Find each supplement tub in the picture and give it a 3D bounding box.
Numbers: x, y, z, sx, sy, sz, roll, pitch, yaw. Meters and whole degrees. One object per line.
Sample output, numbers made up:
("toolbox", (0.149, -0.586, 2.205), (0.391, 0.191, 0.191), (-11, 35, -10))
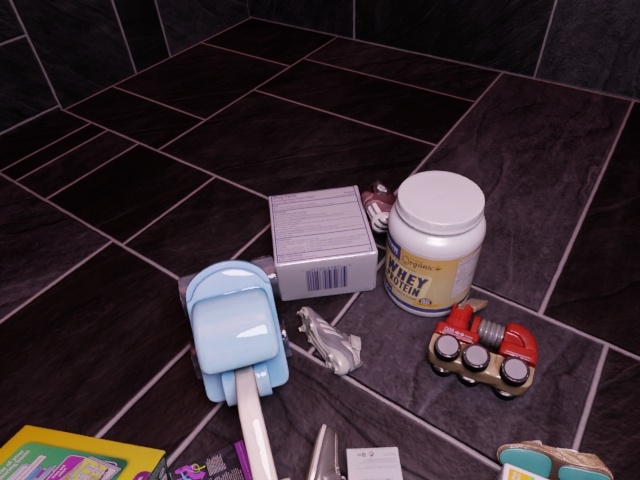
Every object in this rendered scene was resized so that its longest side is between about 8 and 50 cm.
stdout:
("supplement tub", (0.276, 0.012, 1.161), (0.228, 0.317, 0.229), (-2, 44, 2))

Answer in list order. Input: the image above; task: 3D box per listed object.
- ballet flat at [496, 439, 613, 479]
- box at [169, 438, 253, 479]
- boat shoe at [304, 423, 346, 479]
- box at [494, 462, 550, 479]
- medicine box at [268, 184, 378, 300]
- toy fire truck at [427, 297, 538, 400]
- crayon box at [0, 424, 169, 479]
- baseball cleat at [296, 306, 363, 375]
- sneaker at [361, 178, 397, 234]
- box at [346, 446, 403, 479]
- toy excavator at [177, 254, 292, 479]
("ballet flat", (0.448, 0.428, 0.915), (0.206, 0.073, 0.067), (13, 19, 12))
("box", (-0.202, 0.477, 0.922), (0.161, 0.029, 0.116), (-18, 45, -16))
("boat shoe", (0.004, 0.505, 0.833), (0.095, 0.112, 0.336), (15, 51, 1))
("box", (0.401, 0.493, 0.811), (0.202, 0.103, 0.114), (16, 47, 19))
("medicine box", (0.000, 0.000, 1.312), (0.263, 0.149, 0.290), (-7, 44, -4))
("toy fire truck", (0.383, 0.216, 1.088), (0.216, 0.159, 0.247), (17, 58, 20))
("crayon box", (-0.483, 0.493, 0.780), (0.312, 0.106, 0.363), (5, 20, 10))
("baseball cleat", (0.028, 0.235, 1.140), (0.109, 0.072, 0.206), (-12, 48, -28))
("sneaker", (0.216, -0.106, 1.342), (0.281, 0.106, 0.163), (0, 55, -51))
("box", (0.100, 0.454, 0.882), (0.101, 0.087, 0.102), (-3, 43, 1))
("toy excavator", (-0.154, 0.263, 0.935), (0.222, 0.434, 0.445), (-12, 6, -8))
